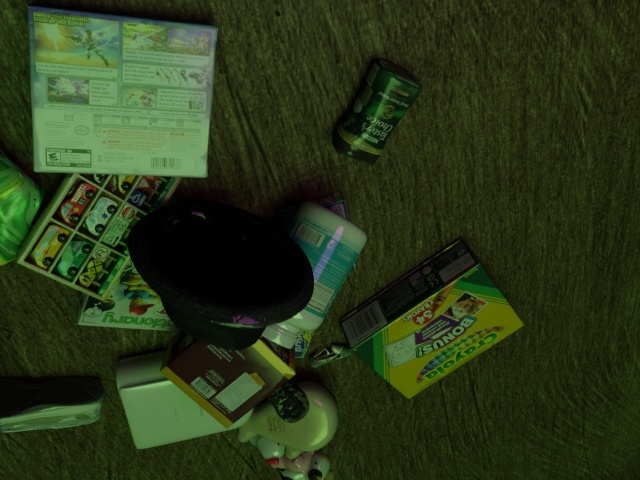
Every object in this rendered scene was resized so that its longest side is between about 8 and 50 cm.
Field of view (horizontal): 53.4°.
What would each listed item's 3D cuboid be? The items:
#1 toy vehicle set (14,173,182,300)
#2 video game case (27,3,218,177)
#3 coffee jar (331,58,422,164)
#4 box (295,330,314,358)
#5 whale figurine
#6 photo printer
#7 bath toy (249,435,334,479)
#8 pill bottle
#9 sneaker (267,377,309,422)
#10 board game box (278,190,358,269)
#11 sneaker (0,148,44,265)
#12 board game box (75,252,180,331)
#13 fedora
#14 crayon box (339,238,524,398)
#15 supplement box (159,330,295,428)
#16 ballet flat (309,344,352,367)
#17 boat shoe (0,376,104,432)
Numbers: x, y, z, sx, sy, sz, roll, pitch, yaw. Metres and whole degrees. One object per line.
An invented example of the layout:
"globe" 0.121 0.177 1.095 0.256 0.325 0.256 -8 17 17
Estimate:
"toy vehicle set" -0.381 -0.044 1.108 0.166 0.035 0.267 33 89 -37
"video game case" -0.307 -0.227 0.997 0.269 0.061 0.244 0 114 -20
"coffee jar" 0.100 -0.229 1.165 0.096 0.079 0.184 14 123 -29
"box" -0.049 0.200 1.485 0.054 0.059 0.169 2 128 -23
"whale figurine" -0.085 0.450 1.644 0.271 0.141 0.216 -10 93 11
"photo printer" -0.302 0.359 1.495 0.307 0.107 0.256 -9 130 -13
"bath toy" -0.073 0.616 1.782 0.151 0.129 0.348 -28 132 5
"pill bottle" -0.031 0.069 1.215 0.146 0.146 0.264 31 88 -37
"sneaker" -0.118 0.312 1.479 0.101 0.106 0.267 -31 121 -15
"board game box" 0.000 0.000 1.352 0.136 0.035 0.201 -18 132 -5
"sneaker" -0.531 -0.097 1.050 0.123 0.109 0.296 -21 136 -32
"board game box" -0.316 0.099 1.294 0.305 0.053 0.193 9 125 -32
"fedora" -0.176 0.074 1.095 0.333 0.334 0.153 3 126 -22
"crayon box" 0.281 0.207 1.579 0.363 0.106 0.313 -36 131 11
"supplement box" -0.183 0.235 1.301 0.194 0.129 0.191 -40 108 12
"ballet flat" 0.025 0.284 1.599 0.114 0.041 0.041 -21 132 -3
"boat shoe" -0.639 0.367 1.378 0.320 0.118 0.103 -1 125 -28
